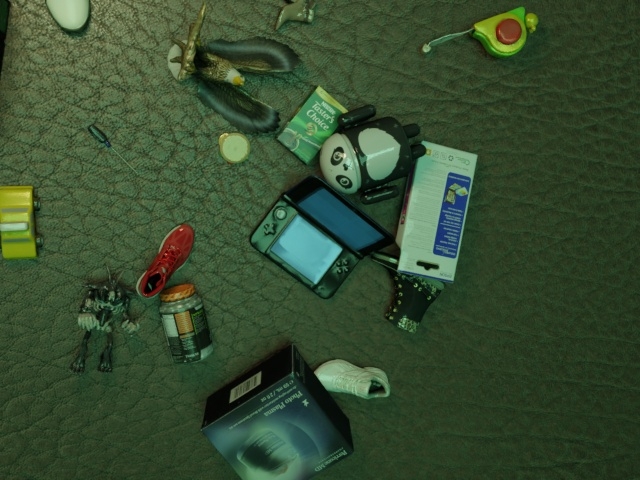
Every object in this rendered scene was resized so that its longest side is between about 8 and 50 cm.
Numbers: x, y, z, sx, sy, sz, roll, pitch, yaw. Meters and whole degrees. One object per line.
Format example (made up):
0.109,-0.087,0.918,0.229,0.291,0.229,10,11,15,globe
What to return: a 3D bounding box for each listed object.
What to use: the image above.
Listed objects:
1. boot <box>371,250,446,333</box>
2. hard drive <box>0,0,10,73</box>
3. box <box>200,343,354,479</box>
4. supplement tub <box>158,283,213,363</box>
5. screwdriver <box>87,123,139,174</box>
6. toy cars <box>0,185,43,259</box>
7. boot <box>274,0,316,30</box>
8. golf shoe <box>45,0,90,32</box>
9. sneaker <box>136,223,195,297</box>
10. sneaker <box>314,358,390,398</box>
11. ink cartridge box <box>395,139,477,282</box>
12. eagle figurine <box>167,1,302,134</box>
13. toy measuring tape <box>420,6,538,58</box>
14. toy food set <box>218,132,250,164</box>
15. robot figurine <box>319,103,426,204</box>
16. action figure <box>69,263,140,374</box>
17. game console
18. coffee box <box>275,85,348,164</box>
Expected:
0.220,0.147,1.963,0.236,0.085,0.179,26,95,-14,boot
-0.776,-0.396,1.562,0.064,0.237,0.339,10,97,-15,hard drive
-0.111,0.498,1.866,0.296,0.183,0.294,-34,106,7,box
-0.357,0.218,1.822,0.117,0.117,0.191,-13,101,-11,supplement tub
-0.527,-0.227,1.763,0.025,0.024,0.170,-29,114,23,screwdriver
-0.814,0.040,1.701,0.176,0.087,0.394,40,89,-16,toy cars
-0.062,-0.587,1.799,0.087,0.042,0.119,20,94,-18,boot
-0.608,-0.630,1.625,0.105,0.120,0.273,-8,102,-13,golf shoe
-0.386,0.058,1.774,0.087,0.128,0.221,31,82,-17,sneaker
0.095,0.398,1.957,0.232,0.115,0.090,6,98,-14,sneaker
0.317,-0.079,1.931,0.175,0.069,0.371,12,85,-16,ink cartridge box
-0.222,-0.416,1.739,0.298,0.225,0.226,13,141,-44,eagle figurine
0.445,-0.536,1.894,0.330,0.121,0.121,-21,103,-1,toy measuring tape
-0.226,-0.242,1.827,0.083,0.020,0.083,-6,101,-13,toy food set
0.135,-0.227,1.833,0.278,0.174,0.209,-19,58,-10,robot figurine
-0.546,0.206,1.764,0.164,0.141,0.276,12,97,-29,action figure
0.000,0.000,1.841,0.293,0.173,0.250,38,89,-15,game console
-0.023,-0.309,1.853,0.113,0.040,0.184,40,89,-16,coffee box
